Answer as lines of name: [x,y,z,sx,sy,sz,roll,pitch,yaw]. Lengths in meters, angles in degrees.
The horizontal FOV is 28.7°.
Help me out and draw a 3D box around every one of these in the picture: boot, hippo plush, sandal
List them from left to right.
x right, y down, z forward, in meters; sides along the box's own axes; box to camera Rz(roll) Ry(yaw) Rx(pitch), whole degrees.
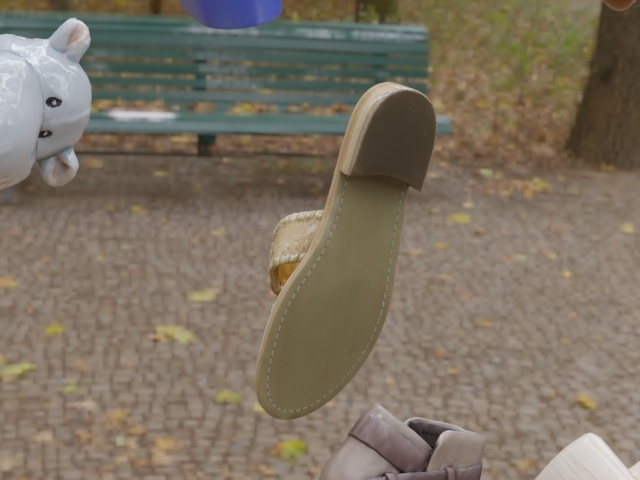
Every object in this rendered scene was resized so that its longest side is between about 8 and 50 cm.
hippo plush: [-0.326,-0.104,1.089,0.236,0.234,0.294,20,22,8]
sandal: [0.005,0.002,0.871,0.088,0.240,0.079,17,8,-33]
boot: [0.047,0.118,0.510,0.118,0.087,0.042,26,-6,-34]

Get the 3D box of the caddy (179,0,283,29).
caddy: [-0.078,-0.386,1.514,0.241,0.179,0.341,-19,25,-12]

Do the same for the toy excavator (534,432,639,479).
toy excavator: [0.355,0.074,0.692,0.445,0.433,0.222,27,19,-45]

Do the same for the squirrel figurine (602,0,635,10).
squirrel figurine: [0.472,-0.424,1.501,0.397,0.281,0.370,35,6,-42]
